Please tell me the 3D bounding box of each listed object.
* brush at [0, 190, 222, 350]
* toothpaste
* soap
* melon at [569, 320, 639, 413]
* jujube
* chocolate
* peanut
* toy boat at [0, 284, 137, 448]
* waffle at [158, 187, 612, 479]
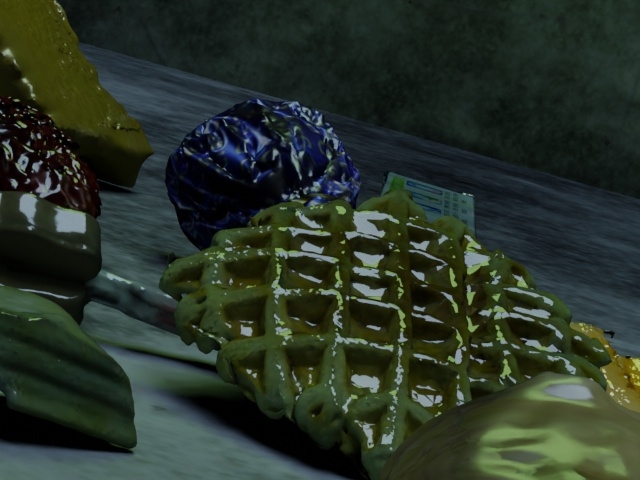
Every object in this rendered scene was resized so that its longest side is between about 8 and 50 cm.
[{"bbox_3d":[-0.104,0.027,1.061,0.301,0.071,0.084,19,4,-8],"label":"brush"},{"bbox_3d":[0.074,0.001,1.537,0.081,0.067,0.336,16,9,2],"label":"toothpaste"},{"bbox_3d":[-0.278,-0.225,1.592,0.338,0.304,0.169,17,12,12],"label":"soap"},{"bbox_3d":[0.182,0.097,1.085,0.160,0.079,0.128,8,30,-5],"label":"melon"},{"bbox_3d":[-0.189,-0.037,1.220,0.104,0.104,0.166,7,16,-44],"label":"jujube"},{"bbox_3d":[-0.001,0.003,1.241,0.148,0.126,0.343,55,-3,-21],"label":"chocolate"},{"bbox_3d":[0.085,0.112,0.661,0.140,0.109,0.159,5,20,2],"label":"peanut"},{"bbox_3d":[-0.212,0.033,0.825,0.293,0.055,0.093,12,6,-25],"label":"toy boat"},{"bbox_3d":[0.036,0.043,1.008,0.208,0.054,0.214,-13,39,-43],"label":"waffle"}]
